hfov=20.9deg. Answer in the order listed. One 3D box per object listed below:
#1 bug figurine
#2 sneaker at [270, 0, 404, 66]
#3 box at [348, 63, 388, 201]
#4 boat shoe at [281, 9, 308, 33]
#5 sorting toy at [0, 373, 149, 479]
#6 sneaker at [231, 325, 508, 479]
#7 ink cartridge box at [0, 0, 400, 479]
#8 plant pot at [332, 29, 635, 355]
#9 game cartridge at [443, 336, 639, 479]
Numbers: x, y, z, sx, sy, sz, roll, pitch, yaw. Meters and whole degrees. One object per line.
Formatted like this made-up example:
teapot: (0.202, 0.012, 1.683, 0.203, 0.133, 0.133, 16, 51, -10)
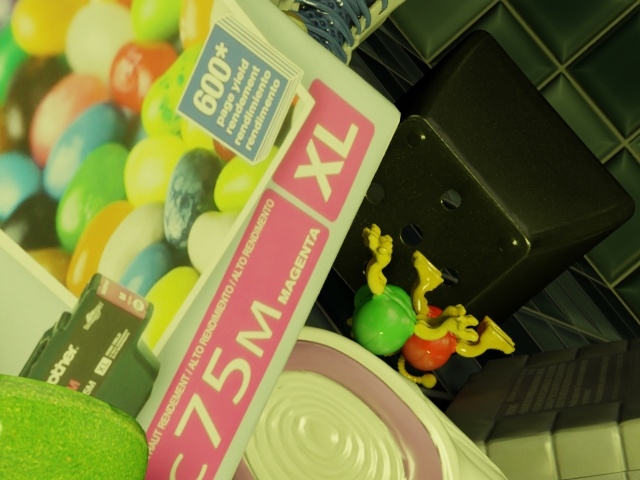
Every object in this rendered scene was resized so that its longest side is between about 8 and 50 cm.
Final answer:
bug figurine: (0.000, 0.000, 1.099, 0.279, 0.072, 0.216, 44, 5, 1)
sneaker: (-0.013, -0.182, 1.379, 0.127, 0.182, 0.315, 43, 12, -19)
box: (0.038, -0.085, 1.527, 0.126, 0.072, 0.137, 51, 11, 7)
boat shoe: (-0.029, -0.084, 1.212, 0.049, 0.056, 0.152, -88, 172, -55)
sorting toy: (-0.114, 0.095, 0.383, 0.365, 0.127, 0.126, 36, 46, -56)
sneaker: (0.074, 0.153, 0.768, 0.305, 0.114, 0.152, 51, 2, 1)
ink cartridge box: (-0.107, -0.025, 0.504, 0.065, 0.186, 0.311, 19, -10, 40)
plant pot: (0.091, -0.022, 1.288, 0.188, 0.187, 0.167, 50, 23, 5)
game cartridge: (0.195, 0.111, 1.113, 0.355, 0.230, 0.068, -21, 97, -78)
